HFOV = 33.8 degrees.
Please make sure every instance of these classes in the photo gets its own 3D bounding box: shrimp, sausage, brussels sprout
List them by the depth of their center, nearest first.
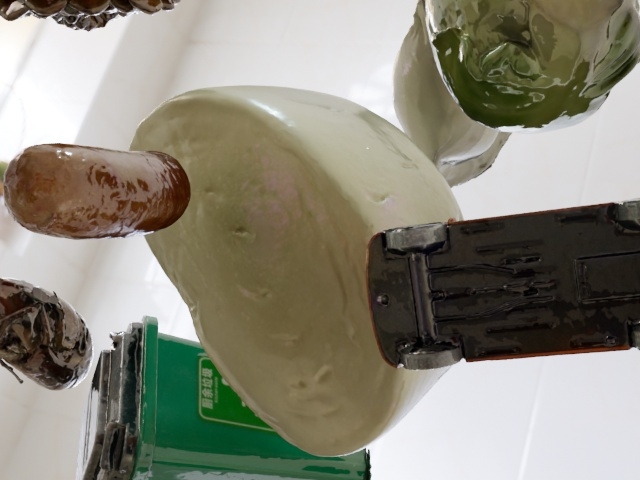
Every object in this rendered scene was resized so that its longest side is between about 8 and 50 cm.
[{"bbox_3d":[-0.176,-0.043,0.929,0.102,0.076,0.302,8,4,7],"label":"sausage"},{"bbox_3d":[0.190,-0.208,0.941,0.244,0.244,0.244,15,-23,7],"label":"brussels sprout"},{"bbox_3d":[-0.445,0.117,1.473,0.116,0.145,0.343,5,-23,38],"label":"shrimp"}]

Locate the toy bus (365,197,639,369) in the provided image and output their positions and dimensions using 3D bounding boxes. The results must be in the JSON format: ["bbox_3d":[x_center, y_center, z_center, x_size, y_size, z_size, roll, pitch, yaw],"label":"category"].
[{"bbox_3d":[0.215,0.038,1.011,0.329,0.143,0.153,-8,1,19],"label":"toy bus"}]

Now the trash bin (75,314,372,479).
[{"bbox_3d":[-0.146,0.302,1.494,0.381,0.259,0.295,11,-49,-16],"label":"trash bin"}]

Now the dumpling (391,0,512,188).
[{"bbox_3d":[0.245,-0.263,1.782,0.260,0.341,0.181,-16,4,-28],"label":"dumpling"}]

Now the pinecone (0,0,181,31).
[{"bbox_3d":[-0.335,-0.470,1.449,0.384,0.385,0.384,15,-23,7],"label":"pinecone"}]

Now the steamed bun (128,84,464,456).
[{"bbox_3d":[0.000,0.000,1.271,0.290,0.456,0.371,-38,-7,20],"label":"steamed bun"}]
